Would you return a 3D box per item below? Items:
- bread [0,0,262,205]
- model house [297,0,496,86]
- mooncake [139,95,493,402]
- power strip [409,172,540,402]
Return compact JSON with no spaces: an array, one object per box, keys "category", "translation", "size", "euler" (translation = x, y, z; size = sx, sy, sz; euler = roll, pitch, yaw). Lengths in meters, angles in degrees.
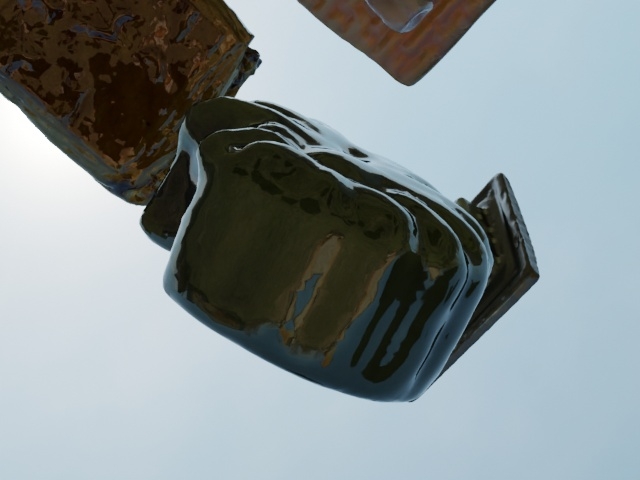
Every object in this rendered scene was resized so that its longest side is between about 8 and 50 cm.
[{"category":"bread","translation":[-0.263,-0.239,1.696],"size":[0.277,0.324,0.167],"euler":[-52,-155,-2]},{"category":"model house","translation":[0.030,-0.244,0.868],"size":[0.237,0.202,0.237],"euler":[47,-162,5]},{"category":"mooncake","translation":[0.000,0.000,1.301],"size":[0.351,0.187,0.351],"euler":[28,-172,-5]},{"category":"power strip","translation":[0.163,0.047,1.800],"size":[0.251,0.092,0.257],"euler":[-43,-156,21]}]
